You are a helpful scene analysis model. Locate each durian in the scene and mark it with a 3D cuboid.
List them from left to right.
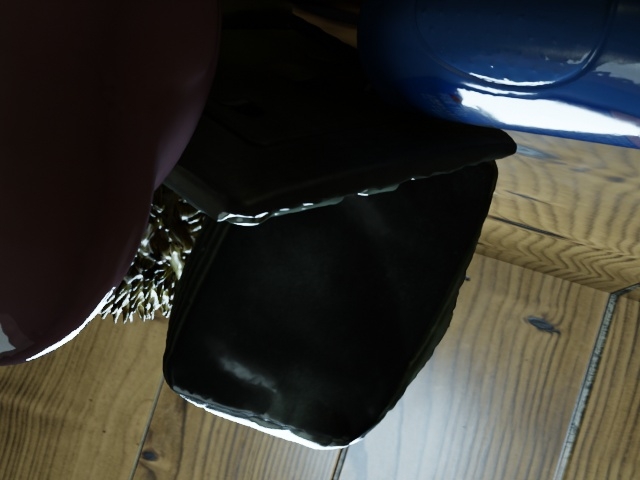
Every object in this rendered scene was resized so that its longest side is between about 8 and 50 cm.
[{"bbox_3d":[-0.247,-0.063,1.204,0.347,0.348,0.384,20,-171,-43],"label":"durian"}]

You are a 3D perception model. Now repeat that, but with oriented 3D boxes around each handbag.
[{"bbox_3d":[0.000,0.000,0.976,0.247,0.341,0.240,20,-166,-15],"label":"handbag"}]

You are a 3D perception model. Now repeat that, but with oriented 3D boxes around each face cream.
[{"bbox_3d":[0.145,-0.087,0.499,0.264,0.083,0.149,15,-178,39],"label":"face cream"}]

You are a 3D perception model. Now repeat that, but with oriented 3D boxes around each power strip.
[{"bbox_3d":[-0.051,-0.077,0.624,0.257,0.092,0.251,-15,-132,-46],"label":"power strip"}]

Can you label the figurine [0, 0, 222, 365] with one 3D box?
[{"bbox_3d":[-0.141,-0.109,0.406,0.269,0.261,0.211,10,-167,6],"label":"figurine"}]
